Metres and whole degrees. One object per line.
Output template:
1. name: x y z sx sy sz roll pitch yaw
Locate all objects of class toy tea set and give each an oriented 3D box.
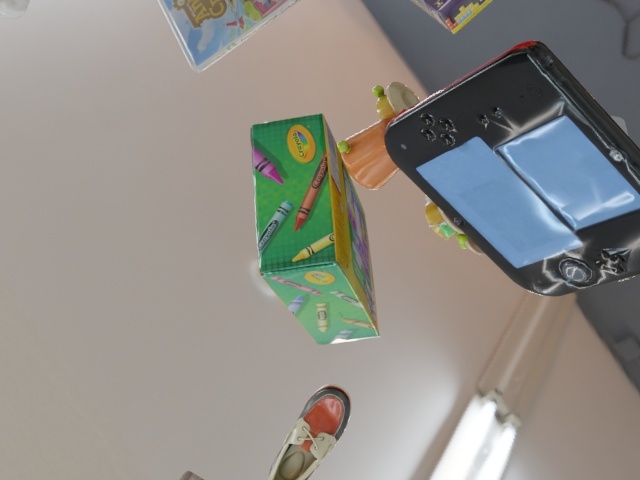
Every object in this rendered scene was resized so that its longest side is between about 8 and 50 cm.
1. toy tea set: 0.162 -0.090 1.539 0.336 0.124 0.200 48 -143 -10

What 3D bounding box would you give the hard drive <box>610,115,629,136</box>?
1. hard drive: 0.479 -0.066 1.491 0.172 0.054 0.255 19 -118 -73

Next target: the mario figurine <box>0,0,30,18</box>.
1. mario figurine: -0.367 -0.371 1.033 0.198 0.320 0.170 58 -168 0

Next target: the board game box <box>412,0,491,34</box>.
1. board game box: 0.192 -0.358 1.190 0.048 0.170 0.141 43 -172 -37

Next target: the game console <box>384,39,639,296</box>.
1. game console: 0.300 -0.077 1.301 0.386 0.342 0.060 43 -118 -15

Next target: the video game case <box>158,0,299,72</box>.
1. video game case: -0.132 -0.359 1.226 0.212 0.193 0.023 63 -164 17

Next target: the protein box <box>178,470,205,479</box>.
1. protein box: -0.052 0.283 0.558 0.201 0.200 0.136 30 174 1

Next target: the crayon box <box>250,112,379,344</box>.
1. crayon box: 0.000 0.000 1.036 0.278 0.081 0.165 61 -158 -66

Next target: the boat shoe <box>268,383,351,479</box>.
1. boat shoe: -0.013 0.204 0.941 0.049 0.137 0.043 35 -157 6
